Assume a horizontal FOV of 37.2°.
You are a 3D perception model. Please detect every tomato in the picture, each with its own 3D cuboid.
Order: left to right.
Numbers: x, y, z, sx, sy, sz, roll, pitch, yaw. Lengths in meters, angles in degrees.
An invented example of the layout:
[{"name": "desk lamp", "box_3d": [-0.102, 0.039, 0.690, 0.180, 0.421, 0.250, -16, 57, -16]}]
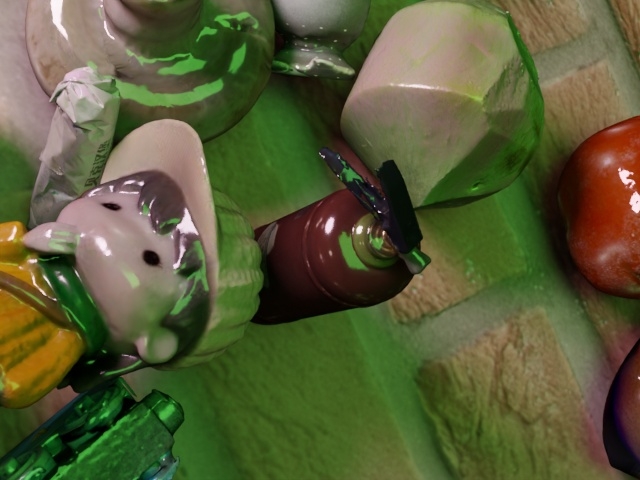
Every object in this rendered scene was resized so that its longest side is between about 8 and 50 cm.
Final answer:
[{"name": "tomato", "box_3d": [0.394, -0.044, 1.103, 0.232, 0.189, 0.231, 5, 78, -25]}]

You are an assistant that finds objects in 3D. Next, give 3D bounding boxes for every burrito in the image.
[{"name": "burrito", "box_3d": [-0.221, -0.069, 0.848, 0.064, 0.203, 0.064, 13, 44, -13]}]

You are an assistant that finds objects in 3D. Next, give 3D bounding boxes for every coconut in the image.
[{"name": "coconut", "box_3d": [0.130, -0.133, 0.991, 0.205, 0.236, 0.235, 22, 73, -6]}]

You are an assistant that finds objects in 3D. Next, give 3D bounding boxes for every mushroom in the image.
[{"name": "mushroom", "box_3d": [-0.147, -0.209, 0.871, 0.244, 0.243, 0.243, 4, 79, -23]}]

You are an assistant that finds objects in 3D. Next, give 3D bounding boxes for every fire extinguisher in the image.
[{"name": "fire extinguisher", "box_3d": [0.000, 0.000, 0.834, 0.102, 0.344, 0.138, -44, 99, -24]}]

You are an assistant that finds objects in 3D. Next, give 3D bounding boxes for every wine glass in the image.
[{"name": "wine glass", "box_3d": [-0.001, -0.265, 0.970, 0.111, 0.111, 0.204, 3, 102, -23]}]

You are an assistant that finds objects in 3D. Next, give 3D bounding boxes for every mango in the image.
[{"name": "mango", "box_3d": [0.450, 0.169, 1.109, 0.287, 0.153, 0.201, -45, 115, -23]}]

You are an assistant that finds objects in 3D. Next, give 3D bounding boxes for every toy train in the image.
[{"name": "toy train", "box_3d": [-0.211, 0.199, 0.813, 0.198, 0.154, 0.107, -40, 102, -23]}]

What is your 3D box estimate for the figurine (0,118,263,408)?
[{"name": "figurine", "box_3d": [-0.201, 0.051, 0.772, 0.332, 0.204, 0.185, -31, 62, -23]}]
